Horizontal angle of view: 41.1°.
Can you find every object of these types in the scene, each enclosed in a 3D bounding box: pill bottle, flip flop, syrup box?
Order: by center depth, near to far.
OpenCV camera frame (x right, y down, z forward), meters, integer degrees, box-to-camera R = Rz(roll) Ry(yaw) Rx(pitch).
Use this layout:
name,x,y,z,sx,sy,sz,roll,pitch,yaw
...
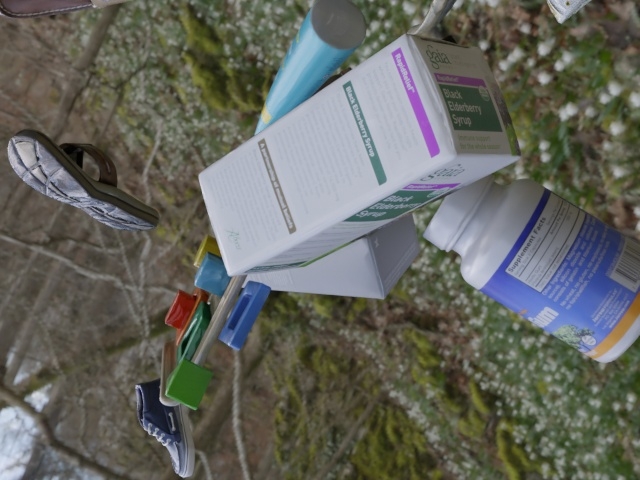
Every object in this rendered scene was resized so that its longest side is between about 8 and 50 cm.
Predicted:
name,x,y,z,sx,sy,sz,roll,pitch,yaw
syrup box,0.022,-0.057,0.656,0.237,0.096,0.093,-26,168,39
pill bottle,0.269,0.019,1.050,0.272,0.152,0.152,31,-175,6
flip flop,-0.333,-0.093,1.236,0.112,0.080,0.277,0,159,35

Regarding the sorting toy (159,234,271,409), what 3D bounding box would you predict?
name,x,y,z,sx,sy,sz,roll,pitch,yaw
sorting toy,-0.123,0.056,0.901,0.047,0.196,0.347,29,-174,-14

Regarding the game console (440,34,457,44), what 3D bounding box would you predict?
name,x,y,z,sx,sy,sz,roll,pitch,yaw
game console,0.240,-0.382,1.840,0.107,0.122,0.071,65,-175,31

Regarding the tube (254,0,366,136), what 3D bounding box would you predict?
name,x,y,z,sx,sy,sz,roll,pitch,yaw
tube,-0.019,-0.157,0.819,0.052,0.080,0.207,38,154,-6

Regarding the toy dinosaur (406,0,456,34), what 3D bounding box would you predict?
name,x,y,z,sx,sy,sz,roll,pitch,yaw
toy dinosaur,0.121,-0.259,0.794,0.118,0.268,0.064,-20,-105,-36

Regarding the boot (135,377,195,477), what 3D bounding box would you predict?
name,x,y,z,sx,sy,sz,roll,pitch,yaw
boot,-0.287,0.344,1.561,0.086,0.189,0.069,-7,176,-34

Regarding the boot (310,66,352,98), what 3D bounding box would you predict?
name,x,y,z,sx,sy,sz,roll,pitch,yaw
boot,0.057,-0.238,1.730,0.082,0.106,0.219,71,175,-70

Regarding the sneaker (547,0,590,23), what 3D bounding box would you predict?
name,x,y,z,sx,sy,sz,roll,pitch,yaw
sneaker,0.353,-0.436,1.429,0.293,0.169,0.108,-17,-177,20

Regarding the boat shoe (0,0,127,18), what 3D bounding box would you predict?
name,x,y,z,sx,sy,sz,roll,pitch,yaw
boat shoe,-0.231,-0.336,0.990,0.116,0.325,0.123,-121,9,-48

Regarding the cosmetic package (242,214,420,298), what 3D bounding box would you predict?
name,x,y,z,sx,sy,sz,roll,pitch,yaw
cosmetic package,0.000,0.000,1.150,0.238,0.107,0.127,7,-146,32
